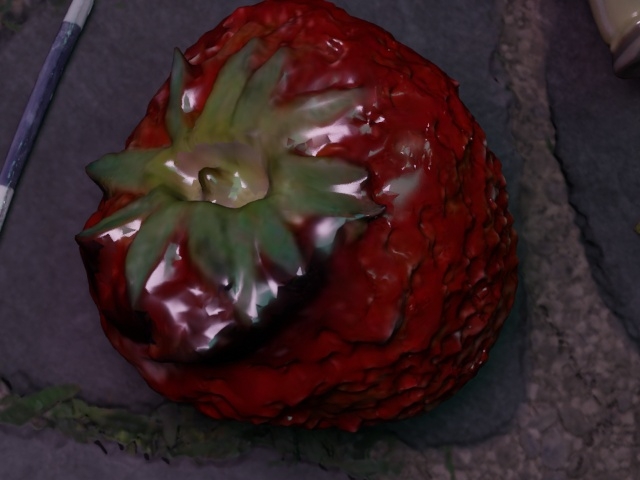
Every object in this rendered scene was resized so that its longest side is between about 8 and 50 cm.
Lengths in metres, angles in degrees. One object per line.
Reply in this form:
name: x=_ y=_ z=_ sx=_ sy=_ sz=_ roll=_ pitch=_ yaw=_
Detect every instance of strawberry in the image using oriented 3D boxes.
strawberry: x=-0.013 y=-0.004 z=1.232 sx=0.292 sy=0.310 sz=0.291 roll=-4 pitch=71 yaw=10

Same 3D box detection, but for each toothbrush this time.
toothbrush: x=-0.220 y=-0.057 z=1.278 sx=0.026 sy=0.024 sz=0.288 roll=19 pitch=71 yaw=1

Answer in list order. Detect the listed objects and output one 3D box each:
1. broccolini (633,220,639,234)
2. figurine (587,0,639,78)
broccolini: x=0.371 y=0.049 z=1.441 sx=0.254 sy=0.057 sz=0.071 roll=35 pitch=25 yaw=-11
figurine: x=0.225 y=-0.312 z=1.400 sx=0.248 sy=0.203 sz=0.380 roll=-10 pitch=81 yaw=-25
